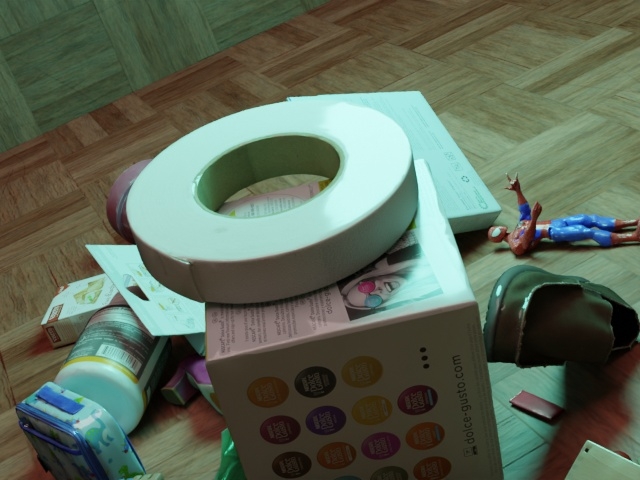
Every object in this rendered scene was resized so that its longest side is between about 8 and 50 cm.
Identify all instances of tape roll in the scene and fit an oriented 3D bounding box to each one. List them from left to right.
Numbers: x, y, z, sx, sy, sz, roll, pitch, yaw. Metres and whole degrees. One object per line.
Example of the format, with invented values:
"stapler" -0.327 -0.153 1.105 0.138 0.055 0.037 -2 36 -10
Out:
"tape roll" -0.064 -0.062 1.437 0.391 0.072 0.392 -9 35 7

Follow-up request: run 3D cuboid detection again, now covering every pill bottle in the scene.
"pill bottle" -0.356 0.208 1.920 0.162 0.162 0.278 -13 27 17

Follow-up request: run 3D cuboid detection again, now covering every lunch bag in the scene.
"lunch bag" -0.384 0.319 1.711 0.219 0.176 0.090 11 40 46

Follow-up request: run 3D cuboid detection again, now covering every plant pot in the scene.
"plant pot" -0.347 -0.057 2.409 0.201 0.201 0.180 -33 44 -23

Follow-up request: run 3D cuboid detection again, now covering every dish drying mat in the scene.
"dish drying mat" 0.310 0.237 1.548 0.032 0.008 0.083 -33 28 -25

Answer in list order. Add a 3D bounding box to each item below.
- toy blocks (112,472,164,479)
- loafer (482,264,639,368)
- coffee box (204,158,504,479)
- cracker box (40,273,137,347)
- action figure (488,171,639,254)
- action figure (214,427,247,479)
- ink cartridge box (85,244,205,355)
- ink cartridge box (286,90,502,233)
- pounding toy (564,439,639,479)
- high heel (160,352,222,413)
"toy blocks" -0.292 0.422 1.483 0.381 0.191 0.261 -13 15 27
"loafer" 0.345 0.107 1.499 0.130 0.134 0.366 16 13 36
"coffee box" 0.036 0.141 1.476 0.334 0.338 0.338 -13 36 2
"cracker box" -0.447 0.129 2.244 0.232 0.067 0.156 -17 26 10
"action figure" 0.416 -0.051 1.882 0.280 0.139 0.091 -9 27 28
"action figure" -0.111 0.356 1.568 0.137 0.064 0.232 -9 25 19
"ink cartridge box" -0.268 0.104 1.938 0.238 0.060 0.275 -1 35 -41
"ink cartridge box" 0.128 -0.141 2.012 0.330 0.071 0.324 -9 56 -34
"pounding toy" 0.371 0.295 1.269 0.130 0.141 0.100 22 77 54
"high heel" -0.160 0.234 1.826 0.244 0.082 0.117 -7 33 48
